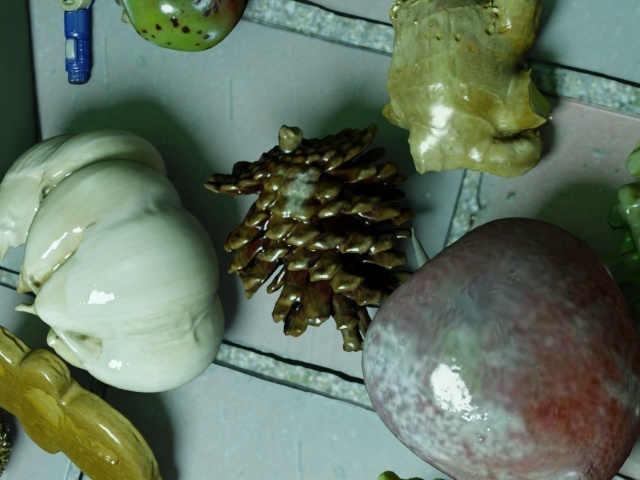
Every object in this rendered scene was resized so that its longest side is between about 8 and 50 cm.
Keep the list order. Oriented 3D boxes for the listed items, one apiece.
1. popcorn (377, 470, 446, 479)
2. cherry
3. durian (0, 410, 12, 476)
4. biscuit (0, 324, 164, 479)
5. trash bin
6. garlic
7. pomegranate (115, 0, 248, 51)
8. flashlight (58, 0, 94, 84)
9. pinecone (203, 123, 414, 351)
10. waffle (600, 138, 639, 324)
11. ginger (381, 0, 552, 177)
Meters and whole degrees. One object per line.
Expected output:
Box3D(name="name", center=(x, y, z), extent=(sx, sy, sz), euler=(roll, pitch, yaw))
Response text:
Box3D(name="popcorn", center=(0.112, 0.334, 1.538), extent=(0.293, 0.293, 0.237), euler=(40, 140, 21))
Box3D(name="cherry", center=(0.155, 0.095, 1.534), extent=(0.236, 0.213, 0.285), euler=(-35, 70, 3))
Box3D(name="durian", center=(-0.358, 0.200, 1.820), extent=(0.071, 0.110, 0.140), euler=(-51, 36, 4))
Box3D(name="biscuit", center=(-0.248, 0.174, 1.759), extent=(0.249, 0.184, 0.035), euler=(35, 61, 14))
Box3D(name="trash bin", center=(-0.380, -0.157, 1.826), extent=(0.122, 0.164, 0.240), euler=(-6, 84, 24))
Box3D(name="garlic", center=(-0.202, 0.016, 1.697), extent=(0.185, 0.203, 0.281), euler=(-34, 78, 60))
Box3D(name="pomegranate", center=(-0.138, -0.251, 1.759), extent=(0.129, 0.159, 0.129), euler=(-3, 103, -14))
Box3D(name="flashlight", center=(-0.255, -0.223, 1.843), extent=(0.057, 0.035, 0.121), euler=(-2, 86, 23))
Box3D(name="pinecone", center=(-0.001, 0.001, 1.641), extent=(0.186, 0.169, 0.212), euler=(-12, 83, 32))
Box3D(name="waffle", center=(0.400, -0.026, 1.524), extent=(0.292, 0.056, 0.309), euler=(29, 98, 24))
Box3D(name="ginger", center=(0.132, -0.164, 1.628), extent=(0.157, 0.102, 0.216), euler=(-1, 86, 18))
